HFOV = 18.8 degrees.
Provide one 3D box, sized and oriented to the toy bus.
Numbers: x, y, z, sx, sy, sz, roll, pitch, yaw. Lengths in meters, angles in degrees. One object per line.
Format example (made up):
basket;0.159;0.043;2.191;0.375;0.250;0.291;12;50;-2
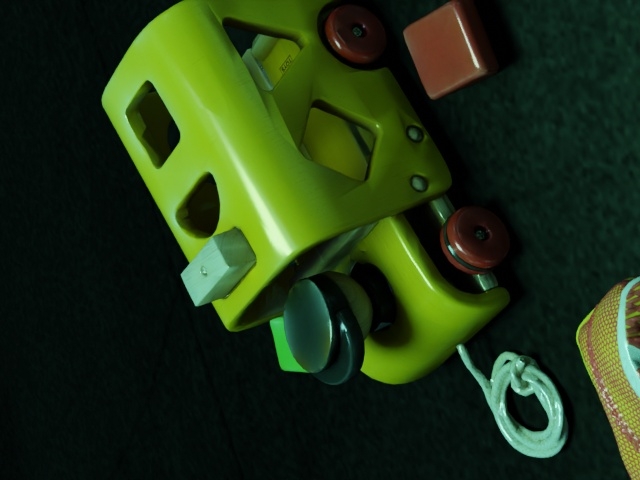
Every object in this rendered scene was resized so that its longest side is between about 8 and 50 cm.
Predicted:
toy bus;-0.008;-0.008;0.787;0.202;0.104;0.191;22;124;48

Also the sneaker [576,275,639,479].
sneaker;0.146;0.094;0.681;0.067;0.064;0.175;128;123;-73
